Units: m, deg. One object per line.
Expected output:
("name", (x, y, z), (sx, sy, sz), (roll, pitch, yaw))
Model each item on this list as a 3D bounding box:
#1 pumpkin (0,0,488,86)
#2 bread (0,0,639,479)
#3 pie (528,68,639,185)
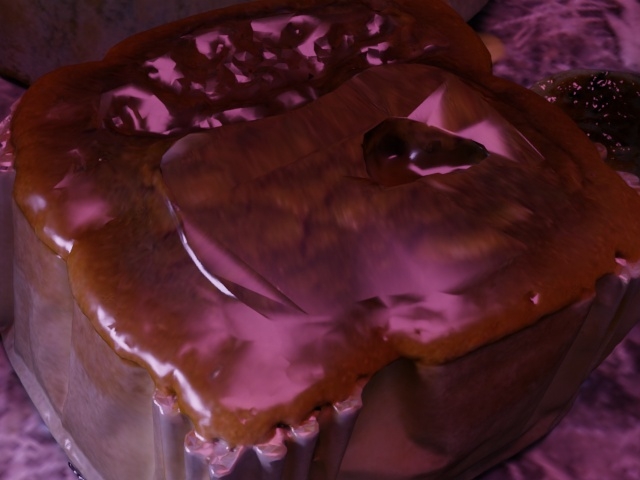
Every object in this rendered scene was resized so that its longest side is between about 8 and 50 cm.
("pumpkin", (-0.064, -0.237, 0.660), (0.332, 0.199, 0.332), (-2, 48, 2))
("bread", (-0.001, 0.000, 0.500), (0.210, 0.110, 0.192), (-21, 52, -25))
("pie", (0.127, -0.047, 0.627), (0.085, 0.017, 0.085), (3, 45, -3))
